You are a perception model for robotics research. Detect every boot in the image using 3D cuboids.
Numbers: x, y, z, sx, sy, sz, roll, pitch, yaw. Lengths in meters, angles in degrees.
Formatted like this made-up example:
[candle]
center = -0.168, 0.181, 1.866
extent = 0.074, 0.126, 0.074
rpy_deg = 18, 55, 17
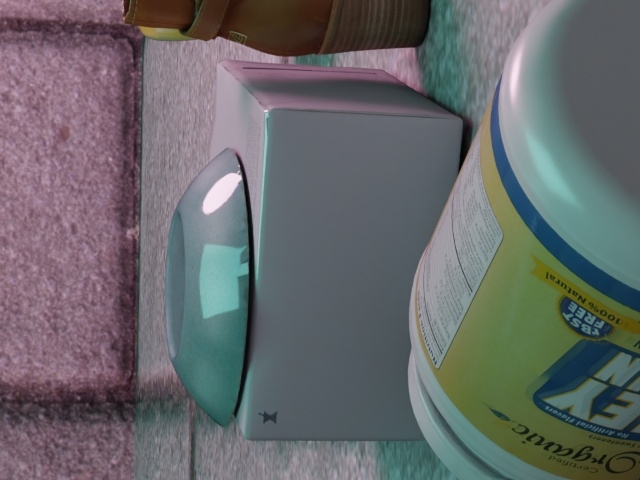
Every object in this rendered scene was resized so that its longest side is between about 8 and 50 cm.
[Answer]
[boot]
center = -0.041, -0.265, 1.204
extent = 0.109, 0.220, 0.283
rpy_deg = 130, 140, -71

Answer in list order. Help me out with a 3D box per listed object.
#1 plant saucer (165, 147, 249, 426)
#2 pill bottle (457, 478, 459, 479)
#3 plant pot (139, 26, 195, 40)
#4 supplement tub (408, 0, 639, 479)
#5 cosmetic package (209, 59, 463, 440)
[plant saucer]
center = -0.083, 0.032, 1.146
extent = 0.195, 0.037, 0.195
rpy_deg = -179, 90, -77
[pill bottle]
center = 0.106, 0.125, 0.811
extent = 0.078, 0.078, 0.137
rpy_deg = 138, 132, -73
[plant pot]
center = -0.109, -0.321, 1.532
extent = 0.254, 0.254, 0.239
rpy_deg = -125, 22, -70
[supplement tub]
center = 0.115, 0.010, 0.633
extent = 0.199, 0.144, 0.144
rpy_deg = 108, 160, -53
[cosmetic package]
center = 0.000, 0.000, 1.172
extent = 0.224, 0.138, 0.224
rpy_deg = -126, 39, -72
